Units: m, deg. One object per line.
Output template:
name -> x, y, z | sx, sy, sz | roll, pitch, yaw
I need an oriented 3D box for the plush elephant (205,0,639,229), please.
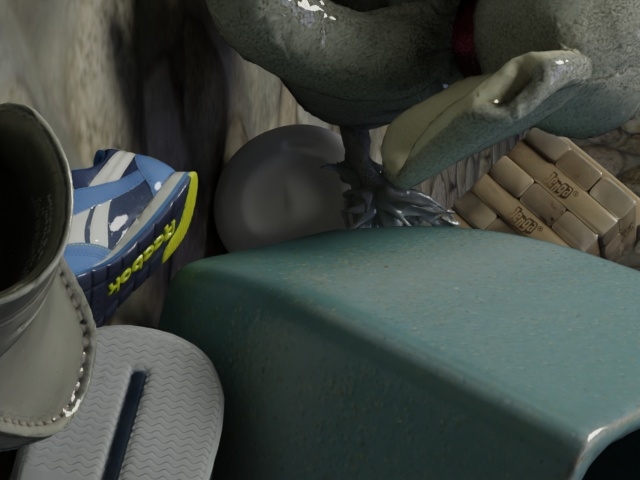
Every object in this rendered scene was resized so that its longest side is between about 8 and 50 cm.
plush elephant -> 0.088, -0.146, 0.872 | 0.272, 0.255, 0.330 | -29, 107, -47

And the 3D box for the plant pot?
plant pot -> 0.042, 0.115, 0.783 | 0.248, 0.252, 0.247 | -13, 126, -53

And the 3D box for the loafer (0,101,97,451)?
loafer -> -0.130, 0.004, 0.507 | 0.319, 0.112, 0.112 | 57, 36, -68

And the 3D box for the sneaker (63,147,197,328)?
sneaker -> -0.115, 0.006, 0.722 | 0.144, 0.059, 0.053 | -47, 161, -45

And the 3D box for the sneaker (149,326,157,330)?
sneaker -> -0.069, 0.120, 0.928 | 0.089, 0.051, 0.170 | -54, 138, -68

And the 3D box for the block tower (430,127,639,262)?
block tower -> 0.078, 0.065, 1.068 | 0.335, 0.091, 0.097 | -45, 160, -3

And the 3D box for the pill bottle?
pill bottle -> 0.000, 0.000, 1.083 | 0.180, 0.108, 0.108 | 54, 38, -68

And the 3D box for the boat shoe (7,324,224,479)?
boat shoe -> -0.102, 0.183, 0.617 | 0.335, 0.121, 0.119 | -69, 170, -49
